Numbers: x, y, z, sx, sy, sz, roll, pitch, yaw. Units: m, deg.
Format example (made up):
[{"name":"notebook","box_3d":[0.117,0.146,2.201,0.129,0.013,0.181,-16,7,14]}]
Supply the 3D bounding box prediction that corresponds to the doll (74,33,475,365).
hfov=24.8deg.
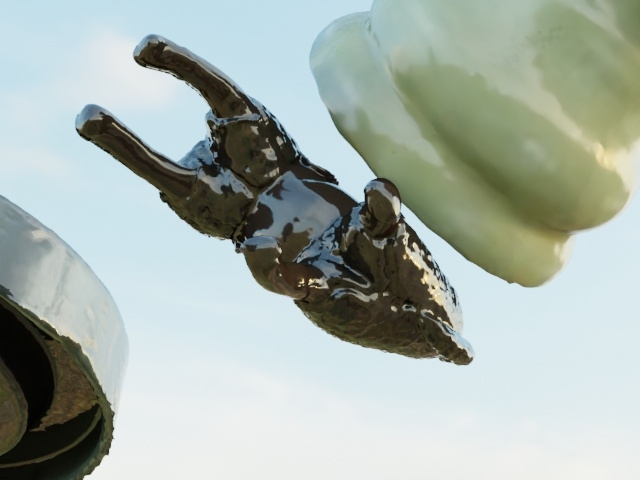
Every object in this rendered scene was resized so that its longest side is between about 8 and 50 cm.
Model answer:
[{"name":"doll","box_3d":[0.000,0.000,0.557,0.139,0.057,0.165,36,-4,32]}]

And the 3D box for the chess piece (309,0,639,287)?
[{"name":"chess piece","box_3d":[0.131,-0.112,0.560,0.251,0.144,0.144,-43,-38,23]}]

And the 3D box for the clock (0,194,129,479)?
[{"name":"clock","box_3d":[-0.236,0.051,0.756,0.281,0.055,0.280,8,-37,6]}]
